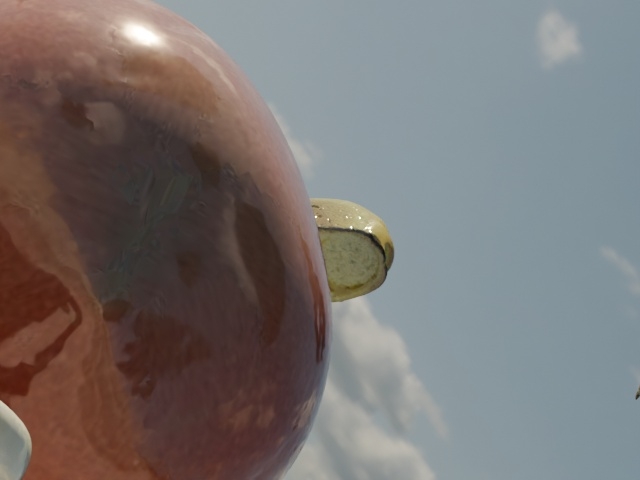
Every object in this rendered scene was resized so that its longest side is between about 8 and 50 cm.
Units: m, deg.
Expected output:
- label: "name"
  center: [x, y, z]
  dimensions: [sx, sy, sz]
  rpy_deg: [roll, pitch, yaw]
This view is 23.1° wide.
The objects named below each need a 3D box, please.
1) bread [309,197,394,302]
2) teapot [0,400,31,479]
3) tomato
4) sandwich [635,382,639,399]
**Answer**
- label: "bread"
  center: [0.000, 0.000, 1.439]
  dimensions: [0.157, 0.094, 0.083]
  rpy_deg: [2, -56, 21]
- label: "teapot"
  center: [-0.245, 0.023, 0.562]
  dimensions: [0.298, 0.204, 0.139]
  rpy_deg: [26, -33, 2]
- label: "tomato"
  center: [-0.135, 0.019, 0.809]
  dimensions: [0.321, 0.321, 0.321]
  rpy_deg: [53, -11, 14]
- label: "sandwich"
  center: [0.354, 0.013, 1.332]
  dimensions: [0.087, 0.226, 0.251]
  rpy_deg: [23, -59, 36]
